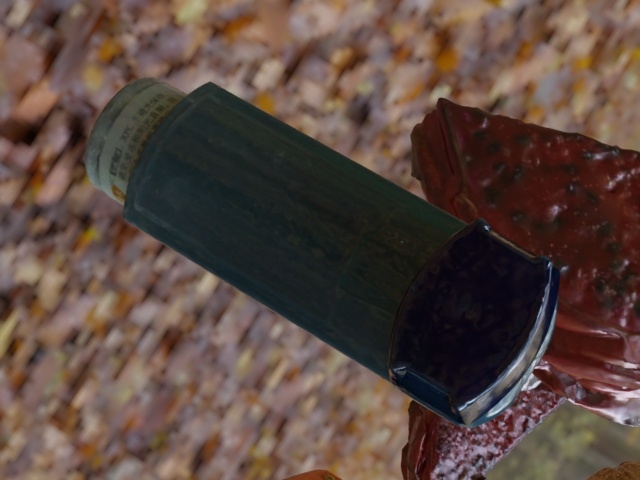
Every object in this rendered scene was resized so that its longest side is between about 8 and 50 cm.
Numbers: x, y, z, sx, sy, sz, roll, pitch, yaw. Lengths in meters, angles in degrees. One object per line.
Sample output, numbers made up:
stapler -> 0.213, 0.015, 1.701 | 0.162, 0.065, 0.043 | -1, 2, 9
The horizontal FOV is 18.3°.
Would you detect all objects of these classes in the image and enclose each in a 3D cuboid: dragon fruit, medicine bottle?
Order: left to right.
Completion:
medicine bottle -> 0.000, 0.000, 0.893 | 0.079, 0.258, 0.124 | -59, 152, -3
dragon fruit -> 0.100, 0.141, 1.524 | 0.162, 0.083, 0.106 | -43, -173, -27
dragon fruit -> 0.186, 0.055, 1.280 | 0.205, 0.317, 0.152 | 113, -11, -59

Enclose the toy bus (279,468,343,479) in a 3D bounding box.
toy bus -> -0.049, 0.318, 1.300 | 0.153, 0.143, 0.329 | -16, 135, -64

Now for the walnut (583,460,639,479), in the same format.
walnut -> 0.288, 0.295, 1.745 | 0.159, 0.206, 0.159 | -13, 167, -3
